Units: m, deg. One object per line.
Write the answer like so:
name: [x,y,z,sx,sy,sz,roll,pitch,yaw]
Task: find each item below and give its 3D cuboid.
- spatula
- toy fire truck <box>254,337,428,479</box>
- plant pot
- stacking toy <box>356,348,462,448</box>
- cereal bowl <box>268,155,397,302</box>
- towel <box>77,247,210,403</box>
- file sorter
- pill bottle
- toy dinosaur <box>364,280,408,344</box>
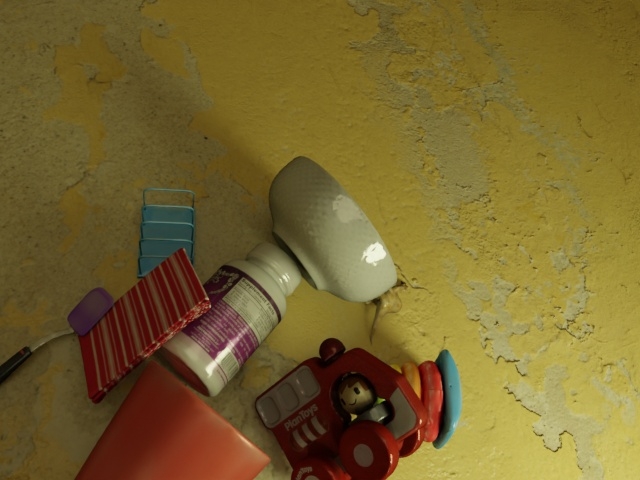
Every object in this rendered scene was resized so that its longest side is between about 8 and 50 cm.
spatula: [-0.529,0.197,1.034,0.296,0.030,0.084,-39,48,-23]
toy fire truck: [0.032,0.325,1.000,0.254,0.302,0.169,55,25,18]
plant pot: [-0.263,0.381,0.913,0.274,0.275,0.243,38,71,5]
stacking toy: [0.122,0.320,1.113,0.301,0.166,0.175,4,55,-1]
cereal bowl: [0.000,0.000,1.135,0.141,0.339,0.339,-38,78,-11]
towel: [-0.335,0.150,1.011,0.274,0.031,0.199,-41,40,-2]
file sorter: [-0.330,-0.015,1.166,0.118,0.104,0.171,2,64,-14]
pill bottle: [-0.175,0.146,1.091,0.169,0.169,0.301,39,60,5]
toy dinosaur: [0.143,0.141,1.250,0.092,0.053,0.183,37,60,3]
